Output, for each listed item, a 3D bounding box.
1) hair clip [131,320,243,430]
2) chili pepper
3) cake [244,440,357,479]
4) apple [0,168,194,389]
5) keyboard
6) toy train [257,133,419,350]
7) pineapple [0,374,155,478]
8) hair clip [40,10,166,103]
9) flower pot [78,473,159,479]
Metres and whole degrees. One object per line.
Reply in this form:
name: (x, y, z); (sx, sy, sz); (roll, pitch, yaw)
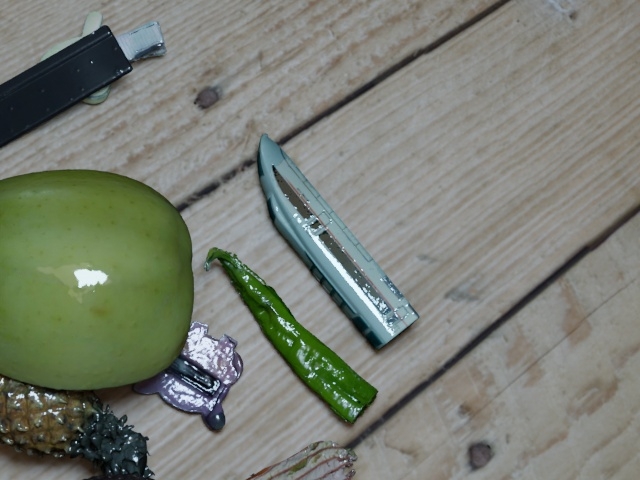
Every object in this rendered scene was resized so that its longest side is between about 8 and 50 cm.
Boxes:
hair clip: (-0.211, 0.196, 1.518); (0.187, 0.056, 0.146); (30, 68, -9)
chili pepper: (-0.054, 0.148, 1.546); (0.359, 0.076, 0.085); (45, 51, 1)
cake: (-0.064, 0.384, 1.467); (0.287, 0.135, 0.098); (-12, 69, -35)
apple: (-0.374, 0.047, 1.429); (0.361, 0.320, 0.311); (5, 91, -17)
keyboard: (-0.464, -0.243, 1.582); (0.310, 0.018, 0.100); (-31, 81, -1)
toy train: (0.000, 0.000, 1.602); (0.088, 0.086, 0.407); (-37, 81, -14)
pineapple: (-0.360, 0.274, 1.408); (0.279, 0.158, 0.157); (32, 69, -3)
hair clip: (-0.376, -0.320, 1.638); (0.219, 0.071, 0.159); (-22, 76, -12)
flower pot: (-0.360, 0.437, 1.304); (0.267, 0.266, 0.266); (9, 70, 2)
